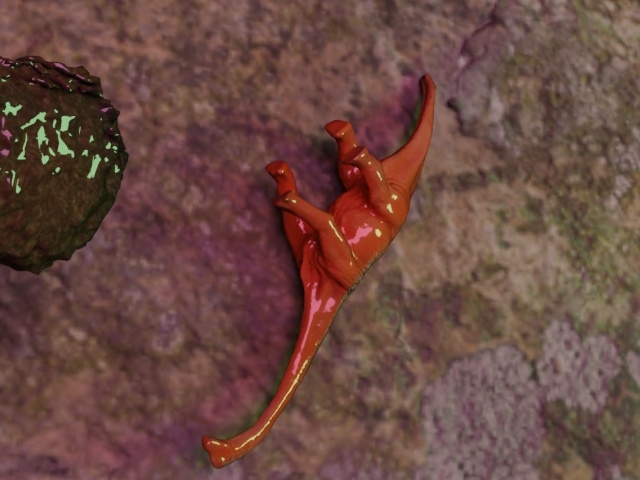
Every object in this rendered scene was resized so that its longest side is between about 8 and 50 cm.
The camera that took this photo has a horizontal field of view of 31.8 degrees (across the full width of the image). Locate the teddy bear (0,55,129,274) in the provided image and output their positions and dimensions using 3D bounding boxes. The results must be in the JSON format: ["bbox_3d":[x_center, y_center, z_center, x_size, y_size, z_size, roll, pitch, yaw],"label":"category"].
[{"bbox_3d":[-0.181,-0.041,0.288,0.251,0.129,0.182,-23,84,-23],"label":"teddy bear"}]

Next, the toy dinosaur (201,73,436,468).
[{"bbox_3d":[0.004,0.001,0.651,0.279,0.055,0.101,-49,120,-23],"label":"toy dinosaur"}]
